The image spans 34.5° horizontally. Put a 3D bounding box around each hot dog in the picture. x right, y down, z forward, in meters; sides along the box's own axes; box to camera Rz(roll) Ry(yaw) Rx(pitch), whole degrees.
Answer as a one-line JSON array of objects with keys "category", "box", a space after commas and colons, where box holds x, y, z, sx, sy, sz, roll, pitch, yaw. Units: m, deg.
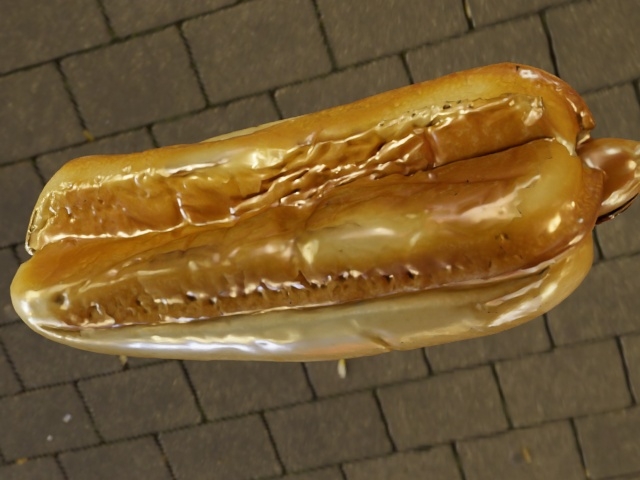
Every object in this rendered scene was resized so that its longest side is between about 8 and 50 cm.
[{"category": "hot dog", "box": [0.000, 0.000, 0.382, 0.249, 0.102, 0.076, -10, 142, 22]}]
